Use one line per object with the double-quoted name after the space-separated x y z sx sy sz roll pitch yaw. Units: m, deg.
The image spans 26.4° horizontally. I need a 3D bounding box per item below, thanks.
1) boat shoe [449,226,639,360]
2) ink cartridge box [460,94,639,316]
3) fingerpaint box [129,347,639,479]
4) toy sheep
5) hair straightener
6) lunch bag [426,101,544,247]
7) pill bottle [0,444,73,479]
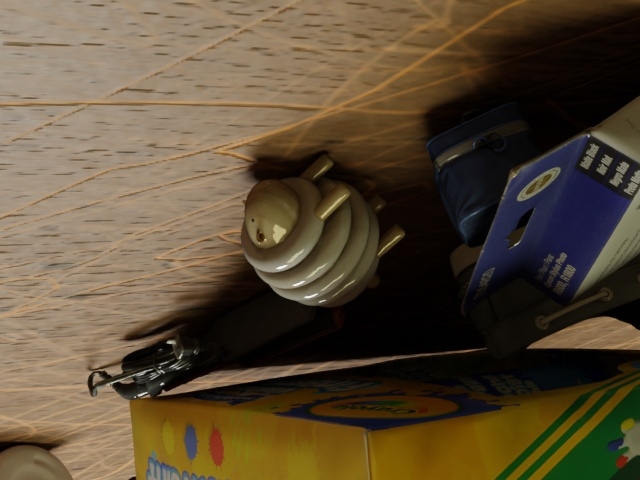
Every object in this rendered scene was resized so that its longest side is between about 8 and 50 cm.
0.254 0.041 1.092 0.319 0.099 0.116 -2 156 -26 "boat shoe"
0.197 -0.037 0.836 0.224 0.045 0.223 -33 162 -14 "ink cartridge box"
0.100 0.177 1.052 0.371 0.163 0.445 -6 179 -25 "fingerpaint box"
0.000 0.000 0.866 0.091 0.091 0.132 -27 136 29 "toy sheep"
-0.099 0.078 1.065 0.230 0.047 0.089 -20 158 26 "hair straightener"
0.104 -0.044 0.842 0.067 0.065 0.098 -24 163 2 "lunch bag"
-0.325 0.272 1.301 0.180 0.108 0.108 -29 154 34 "pill bottle"
